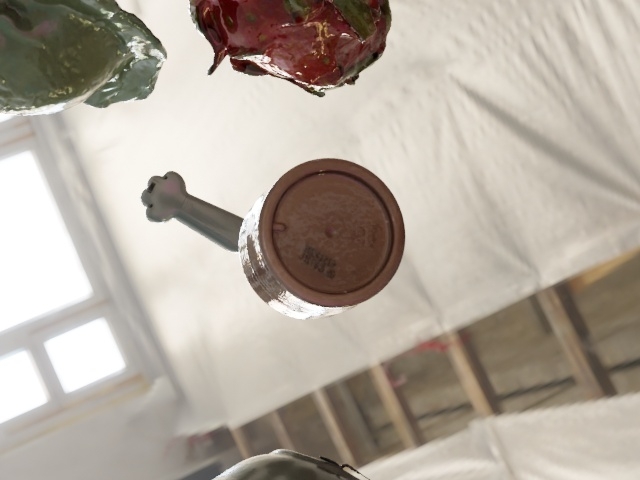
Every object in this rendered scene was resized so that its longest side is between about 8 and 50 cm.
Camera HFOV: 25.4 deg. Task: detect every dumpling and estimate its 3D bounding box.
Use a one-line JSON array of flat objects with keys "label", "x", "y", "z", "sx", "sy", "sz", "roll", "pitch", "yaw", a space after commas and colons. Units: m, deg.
[{"label": "dumpling", "x": -0.339, "y": -0.238, "z": 1.580, "sx": 0.270, "sy": 0.320, "sz": 0.212, "roll": 35, "pitch": -55, "yaw": 46}]

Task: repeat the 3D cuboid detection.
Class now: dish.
[{"label": "dish", "x": -0.010, "y": 0.253, "z": 1.364, "sx": 0.229, "sy": 0.081, "sz": 0.229, "roll": 20, "pitch": -19, "yaw": 7}]

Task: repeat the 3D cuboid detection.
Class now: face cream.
[{"label": "face cream", "x": 0.000, "y": 0.000, "z": 1.410, "sx": 0.149, "sy": 0.149, "sz": 0.104, "roll": 65, "pitch": -17, "yaw": 3}]

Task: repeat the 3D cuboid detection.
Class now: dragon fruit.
[{"label": "dragon fruit", "x": -0.031, "y": -0.308, "z": 1.698, "sx": 0.231, "sy": 0.237, "sz": 0.303, "roll": -20, "pitch": -56, "yaw": 40}]

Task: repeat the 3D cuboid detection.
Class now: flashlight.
[{"label": "flashlight", "x": -0.202, "y": -0.041, "z": 2.344, "sx": 0.200, "sy": 0.093, "sz": 0.047, "roll": 27, "pitch": -16, "yaw": -7}]
